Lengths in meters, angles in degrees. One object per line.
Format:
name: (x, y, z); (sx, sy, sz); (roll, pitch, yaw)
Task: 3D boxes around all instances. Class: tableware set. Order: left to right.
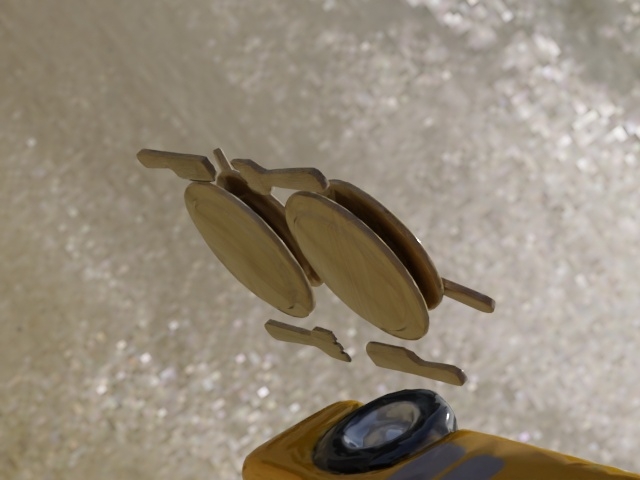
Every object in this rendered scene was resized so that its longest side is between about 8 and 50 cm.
tableware set: (0.000, 0.000, 0.904); (0.039, 0.194, 0.128); (-43, 113, -19)

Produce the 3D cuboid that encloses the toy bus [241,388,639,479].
toy bus: (0.071, 0.136, 0.543); (0.130, 0.332, 0.108); (-33, 111, -26)
